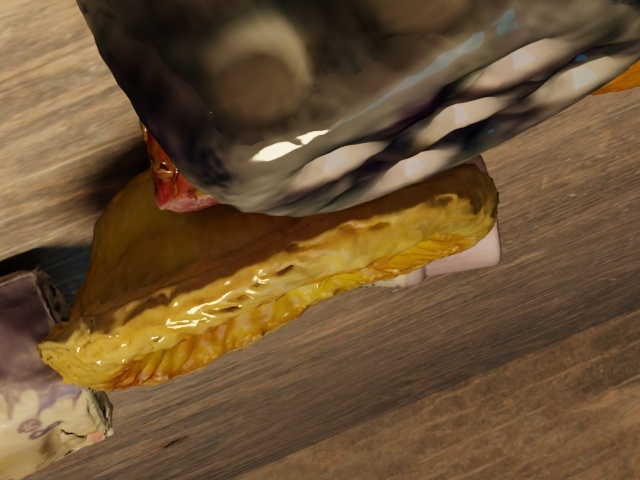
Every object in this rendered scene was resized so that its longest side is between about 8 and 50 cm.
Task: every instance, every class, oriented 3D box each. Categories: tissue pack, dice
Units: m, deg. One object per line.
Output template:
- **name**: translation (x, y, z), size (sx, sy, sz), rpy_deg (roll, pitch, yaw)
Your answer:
- **tissue pack**: translation (-0.326, 0.146, 1.433), size (0.343, 0.125, 0.242), rpy_deg (-24, 168, -8)
- **dice**: translation (0.016, -0.122, 0.747), size (0.181, 0.182, 0.183), rpy_deg (-29, 169, 21)

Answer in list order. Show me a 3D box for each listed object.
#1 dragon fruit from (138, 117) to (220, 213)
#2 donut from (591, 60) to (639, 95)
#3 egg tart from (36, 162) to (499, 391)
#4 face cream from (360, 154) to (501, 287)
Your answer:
- **dragon fruit**: translation (-0.045, -0.071, 1.090), size (0.147, 0.102, 0.096), rpy_deg (-22, 167, 16)
- **donut**: translation (0.228, -0.190, 1.053), size (0.303, 0.110, 0.303), rpy_deg (-25, 169, -5)
- **egg tart**: translation (-0.044, -0.006, 1.257), size (0.319, 0.128, 0.319), rpy_deg (-23, 175, -2)
- **face cream**: translation (0.000, 0.000, 1.544), size (0.274, 0.096, 0.154), rpy_deg (-10, 171, 0)
